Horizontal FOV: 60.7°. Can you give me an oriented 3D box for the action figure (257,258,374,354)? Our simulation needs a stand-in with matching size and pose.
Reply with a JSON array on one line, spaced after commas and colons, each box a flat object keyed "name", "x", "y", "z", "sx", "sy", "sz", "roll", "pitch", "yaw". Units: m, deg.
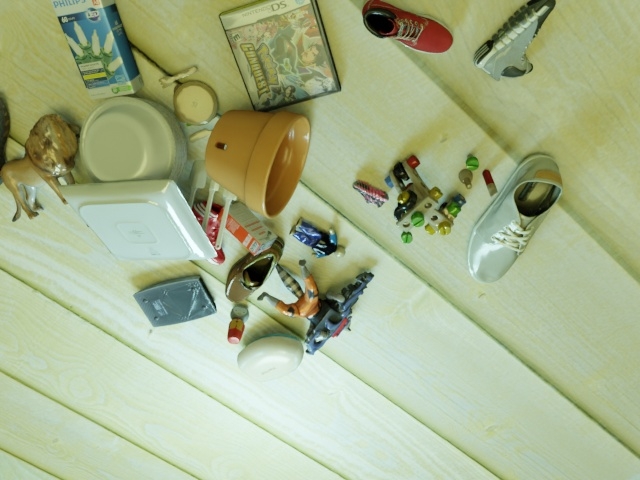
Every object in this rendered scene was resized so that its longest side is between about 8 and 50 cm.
[{"name": "action figure", "x": 0.005, "y": 0.185, "z": 1.823, "sx": 0.341, "sy": 0.178, "sz": 0.330, "roll": -46, "pitch": 119, "yaw": -1}]

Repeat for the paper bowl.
[{"name": "paper bowl", "x": -0.527, "y": -0.250, "z": 1.507, "sx": 0.284, "sy": 0.148, "sz": 0.284, "roll": 2, "pitch": 102, "yaw": 9}]

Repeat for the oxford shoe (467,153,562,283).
[{"name": "oxford shoe", "x": 0.563, "y": -0.039, "z": 1.612, "sx": 0.169, "sy": 0.130, "sz": 0.449, "roll": 16, "pitch": 124, "yaw": -7}]

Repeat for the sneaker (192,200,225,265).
[{"name": "sneaker", "x": -0.334, "y": -0.025, "z": 1.724, "sx": 0.128, "sy": 0.087, "sz": 0.221, "roll": -21, "pitch": 120, "yaw": 19}]

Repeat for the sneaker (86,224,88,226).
[{"name": "sneaker", "x": -0.620, "y": -0.102, "z": 1.673, "sx": 0.315, "sy": 0.127, "sz": 0.182, "roll": -37, "pitch": 115, "yaw": 26}]

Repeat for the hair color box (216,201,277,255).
[{"name": "hair color box", "x": -0.223, "y": -0.038, "z": 1.662, "sx": 0.167, "sy": 0.093, "sz": 0.053, "roll": 42, "pitch": 121, "yaw": 12}]

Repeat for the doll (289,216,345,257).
[{"name": "doll", "x": 0.000, "y": 0.000, "z": 1.733, "sx": 0.189, "sy": 0.046, "sz": 0.129, "roll": 32, "pitch": 121, "yaw": -15}]

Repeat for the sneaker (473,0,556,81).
[{"name": "sneaker", "x": 0.507, "y": -0.489, "z": 1.361, "sx": 0.132, "sy": 0.086, "sz": 0.229, "roll": 34, "pitch": 129, "yaw": -22}]

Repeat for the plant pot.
[{"name": "plant pot", "x": -0.175, "y": -0.229, "z": 1.484, "sx": 0.204, "sy": 0.291, "sz": 0.290, "roll": 21, "pitch": 124, "yaw": 12}]

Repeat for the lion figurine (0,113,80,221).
[{"name": "lion figurine", "x": -0.849, "y": -0.205, "z": 1.624, "sx": 0.392, "sy": 0.142, "sz": 0.240, "roll": -19, "pitch": 112, "yaw": 21}]

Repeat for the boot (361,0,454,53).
[{"name": "boot", "x": 0.214, "y": -0.500, "z": 1.316, "sx": 0.244, "sy": 0.176, "sz": 0.088, "roll": 19, "pitch": 121, "yaw": -9}]

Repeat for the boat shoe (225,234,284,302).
[{"name": "boat shoe", "x": -0.231, "y": 0.110, "z": 1.789, "sx": 0.111, "sy": 0.104, "sz": 0.307, "roll": 29, "pitch": 121, "yaw": -14}]

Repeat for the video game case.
[{"name": "video game case", "x": -0.101, "y": -0.491, "z": 1.432, "sx": 0.248, "sy": 0.035, "sz": 0.274, "roll": -12, "pitch": 121, "yaw": 12}]

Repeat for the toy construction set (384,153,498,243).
[{"name": "toy construction set", "x": 0.336, "y": -0.102, "z": 1.524, "sx": 0.309, "sy": 0.237, "sz": 0.257, "roll": -20, "pitch": 119, "yaw": 16}]

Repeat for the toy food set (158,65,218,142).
[{"name": "toy food set", "x": -0.352, "y": -0.382, "z": 1.528, "sx": 0.132, "sy": 0.038, "sz": 0.192, "roll": -20, "pitch": 114, "yaw": 9}]

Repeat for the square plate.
[{"name": "square plate", "x": -0.513, "y": -0.037, "z": 1.561, "sx": 0.347, "sy": 0.049, "sz": 0.344, "roll": -1, "pitch": 142, "yaw": 14}]

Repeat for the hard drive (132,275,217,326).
[{"name": "hard drive", "x": -0.502, "y": 0.209, "z": 1.906, "sx": 0.255, "sy": 0.054, "sz": 0.172, "roll": -14, "pitch": 121, "yaw": 14}]

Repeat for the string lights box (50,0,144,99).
[{"name": "string lights box", "x": -0.579, "y": -0.513, "z": 1.434, "sx": 0.133, "sy": 0.076, "sz": 0.259, "roll": -6, "pitch": 122, "yaw": 10}]

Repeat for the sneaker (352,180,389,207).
[{"name": "sneaker", "x": 0.143, "y": -0.135, "z": 1.639, "sx": 0.119, "sy": 0.047, "sz": 0.057, "roll": 27, "pitch": 133, "yaw": -10}]

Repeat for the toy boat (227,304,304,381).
[{"name": "toy boat", "x": -0.210, "y": 0.364, "z": 1.945, "sx": 0.268, "sy": 0.148, "sz": 0.318, "roll": -26, "pitch": 125, "yaw": 26}]

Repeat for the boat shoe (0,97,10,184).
[{"name": "boat shoe", "x": -0.996, "y": -0.285, "z": 1.595, "sx": 0.116, "sy": 0.123, "sz": 0.324, "roll": 22, "pitch": 120, "yaw": -6}]

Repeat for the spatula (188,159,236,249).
[{"name": "spatula", "x": -0.335, "y": -0.107, "z": 1.634, "sx": 0.168, "sy": 0.019, "sz": 0.242, "roll": 17, "pitch": 100, "yaw": 11}]
